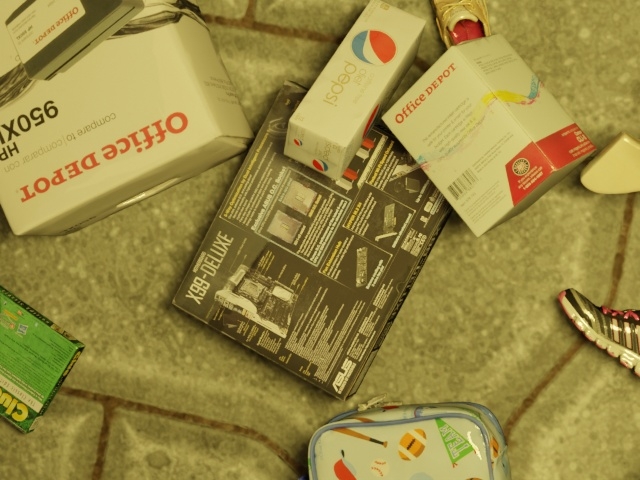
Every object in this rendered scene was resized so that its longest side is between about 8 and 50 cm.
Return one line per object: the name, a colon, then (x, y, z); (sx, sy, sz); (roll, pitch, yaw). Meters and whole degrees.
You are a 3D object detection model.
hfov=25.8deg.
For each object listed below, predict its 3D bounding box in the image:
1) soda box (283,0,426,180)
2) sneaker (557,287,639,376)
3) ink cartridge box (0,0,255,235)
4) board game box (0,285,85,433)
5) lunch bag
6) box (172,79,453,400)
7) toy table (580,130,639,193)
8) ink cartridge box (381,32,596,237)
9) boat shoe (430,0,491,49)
soda box: (0.041, -0.175, 1.595); (0.074, 0.069, 0.216); (27, 58, 9)
sneaker: (0.352, 0.098, 1.599); (0.170, 0.063, 0.075); (36, 99, 4)
ink cartridge box: (-0.294, -0.236, 1.674); (0.285, 0.166, 0.395); (-25, 87, 12)
board game box: (-0.439, 0.118, 1.785); (0.259, 0.030, 0.136); (34, 96, 9)
lunch bag: (0.104, 0.330, 1.633); (0.243, 0.115, 0.303); (-8, 91, 14)
box: (0.000, 0.000, 1.663); (0.242, 0.076, 0.307); (28, 97, 10)
toy table: (0.426, -0.108, 1.501); (0.161, 0.252, 0.274); (41, 99, -8)
ink cartridge box: (0.185, -0.120, 1.541); (0.128, 0.127, 0.176); (-43, 80, 34)
boat shoe: (0.168, -0.255, 1.629); (0.063, 0.059, 0.170); (-22, 87, 11)
